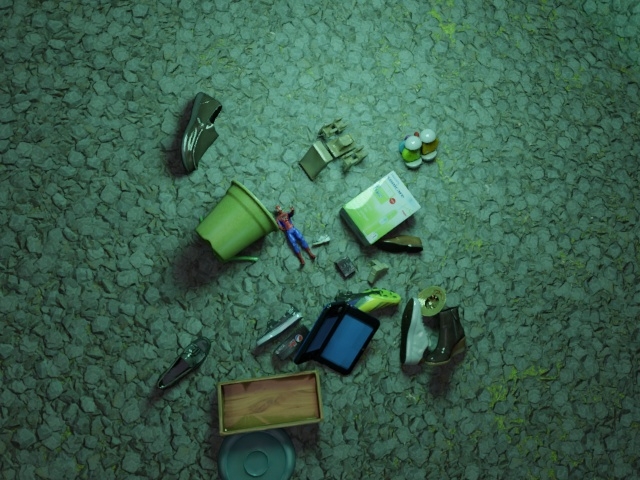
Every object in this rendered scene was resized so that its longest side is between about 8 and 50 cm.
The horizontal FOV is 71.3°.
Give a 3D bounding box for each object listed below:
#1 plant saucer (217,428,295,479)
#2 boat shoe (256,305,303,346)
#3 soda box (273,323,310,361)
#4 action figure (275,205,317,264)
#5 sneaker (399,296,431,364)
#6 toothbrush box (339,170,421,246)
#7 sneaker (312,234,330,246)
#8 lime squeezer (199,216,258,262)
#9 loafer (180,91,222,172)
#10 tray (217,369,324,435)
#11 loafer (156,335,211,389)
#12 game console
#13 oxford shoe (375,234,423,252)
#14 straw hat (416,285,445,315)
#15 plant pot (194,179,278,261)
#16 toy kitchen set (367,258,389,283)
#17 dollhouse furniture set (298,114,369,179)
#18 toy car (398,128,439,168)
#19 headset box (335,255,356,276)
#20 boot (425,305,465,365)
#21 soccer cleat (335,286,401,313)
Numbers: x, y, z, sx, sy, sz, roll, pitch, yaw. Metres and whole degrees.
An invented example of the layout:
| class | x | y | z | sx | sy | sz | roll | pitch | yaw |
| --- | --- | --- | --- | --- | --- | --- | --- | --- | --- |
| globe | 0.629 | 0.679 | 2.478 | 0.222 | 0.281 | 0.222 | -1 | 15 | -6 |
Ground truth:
| class | x | y | z | sx | sy | sz | roll | pitch | yaw |
| --- | --- | --- | --- | --- | --- | --- | --- | --- | --- |
| plant saucer | -0.259 | 0.897 | 1.812 | 0.319 | 0.043 | 0.316 | 1 | 82 | -6 |
| boat shoe | -0.184 | 0.357 | 1.877 | 0.229 | 0.080 | 0.076 | -36 | 70 | -6 |
| soda box | -0.116 | 0.430 | 1.882 | 0.169 | 0.053 | 0.060 | -41 | 89 | -9 |
| action figure | -0.115 | -0.037 | 1.907 | 0.092 | 0.139 | 0.280 | -31 | 84 | -10 |
| sneaker | 0.419 | 0.391 | 1.927 | 0.123 | 0.106 | 0.289 | 6 | 91 | -12 |
| toothbrush box | 0.258 | -0.136 | 1.963 | 0.283 | 0.122 | 0.206 | -35 | 88 | -11 |
| sneaker | 0.000 | 0.000 | 1.966 | 0.084 | 0.032 | 0.036 | -18 | 71 | -13 |
| lime squeezer | -0.422 | 0.025 | 1.903 | 0.311 | 0.059 | 0.109 | 37 | 81 | 1 |
| loafer | -0.506 | -0.462 | 1.918 | 0.130 | 0.134 | 0.365 | 12 | 82 | -4 |
| tray | -0.203 | 0.657 | 1.819 | 0.412 | 0.076 | 0.202 | -5 | 72 | -6 |
| loafer | -0.552 | 0.504 | 1.811 | 0.096 | 0.084 | 0.267 | 44 | 81 | 1 |
| game console | 0.071 | 0.410 | 1.811 | 0.174 | 0.250 | 0.292 | 33 | 101 | 24 |
| oxford shoe | 0.347 | 0.008 | 1.988 | 0.213 | 0.076 | 0.075 | 5 | 58 | -9 |
| straw hat | 0.496 | 0.276 | 1.960 | 0.061 | 0.145 | 0.144 | 38 | 77 | -43 |
| plant pot | -0.354 | -0.059 | 1.804 | 0.254 | 0.276 | 0.276 | -44 | 89 | -12 |
| toy kitchen set | 0.244 | 0.134 | 1.975 | 0.083 | 0.075 | 0.068 | -12 | 40 | -39 |
| dollhouse furniture set | 0.048 | -0.394 | 1.990 | 0.242 | 0.161 | 0.212 | -33 | 87 | -31 |
| toy car | 0.436 | -0.431 | 2.022 | 0.182 | 0.159 | 0.136 | -28 | 52 | -8 |
| headset box | 0.114 | 0.117 | 1.958 | 0.062 | 0.032 | 0.083 | -32 | 85 | -9 |
| boot | 0.520 | 0.405 | 1.900 | 0.249 | 0.090 | 0.206 | -15 | 96 | -36 |
| soccer cleat | 0.204 | 0.277 | 1.931 | 0.290 | 0.093 | 0.120 | -4 | 108 | -9 |
